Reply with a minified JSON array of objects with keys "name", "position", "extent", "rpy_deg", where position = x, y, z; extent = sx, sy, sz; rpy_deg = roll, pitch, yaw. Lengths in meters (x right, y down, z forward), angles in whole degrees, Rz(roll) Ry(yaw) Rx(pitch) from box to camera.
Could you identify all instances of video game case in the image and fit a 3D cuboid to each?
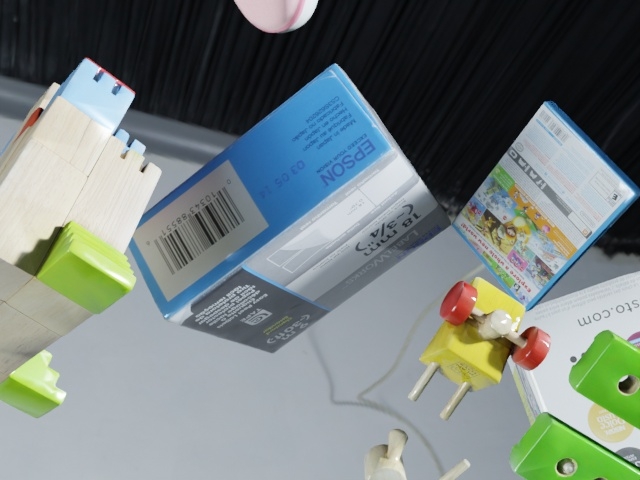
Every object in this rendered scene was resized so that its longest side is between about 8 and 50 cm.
[{"name":"video game case","position":[0.204,-0.029,0.772],"extent":[0.015,0.166,0.119],"rpy_deg":[-14,57,-42]}]

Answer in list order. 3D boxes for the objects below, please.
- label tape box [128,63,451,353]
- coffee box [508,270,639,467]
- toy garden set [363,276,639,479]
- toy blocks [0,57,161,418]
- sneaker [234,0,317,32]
[{"name":"label tape box","position":[0.000,0.000,0.828],"extent":[0.106,0.240,0.333],"rpy_deg":[57,9,24]},{"name":"coffee box","position":[0.454,0.224,1.067],"extent":[0.337,0.338,0.334],"rpy_deg":[-19,72,6]},{"name":"toy garden set","position":[0.121,0.156,0.557],"extent":[0.203,0.244,0.049],"rpy_deg":[31,13,-8]},{"name":"toy blocks","position":[-0.252,-0.015,0.709],"extent":[0.190,0.381,0.261],"rpy_deg":[37,46,-23]},{"name":"sneaker","position":[-0.041,-0.134,0.292],"extent":[0.051,0.134,0.070],"rpy_deg":[18,39,36]}]
